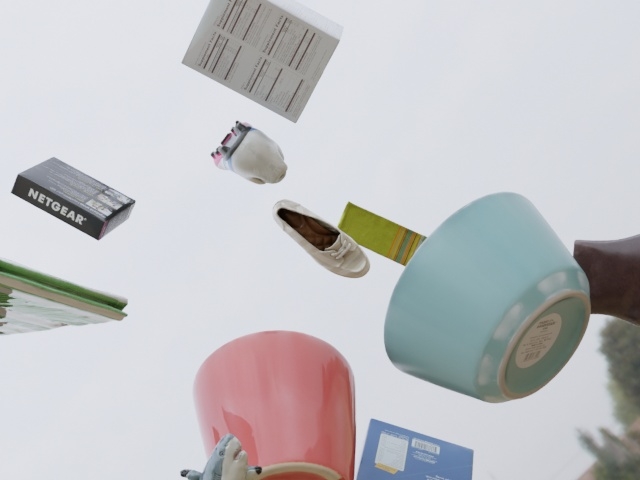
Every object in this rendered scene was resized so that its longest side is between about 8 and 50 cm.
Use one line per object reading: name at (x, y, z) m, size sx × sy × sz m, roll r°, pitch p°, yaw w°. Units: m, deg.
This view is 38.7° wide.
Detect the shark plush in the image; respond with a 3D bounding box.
shark plush at (-0.137, 0.290, 1.085) m, size 0.161 × 0.067 × 0.073 m, roll -39°, pitch 5°, yaw 36°

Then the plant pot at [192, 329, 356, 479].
plant pot at (-0.061, 0.317, 1.423) m, size 0.275 × 0.243 × 0.274 m, roll -4°, pitch -54°, yaw -6°

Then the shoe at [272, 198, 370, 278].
shoe at (0.000, 0.000, 1.712) m, size 0.076 × 0.219 × 0.058 m, roll -55°, pitch 3°, yaw -3°

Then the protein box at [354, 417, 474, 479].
protein box at (0.152, 0.446, 1.590) m, size 0.201 × 0.200 × 0.135 m, roll -65°, pitch -10°, yaw -65°

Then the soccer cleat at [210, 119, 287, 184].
soccer cleat at (-0.143, -0.168, 1.882) m, size 0.116 × 0.143 × 0.331 m, roll -52°, pitch 11°, yaw 2°

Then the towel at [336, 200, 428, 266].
towel at (0.160, -0.012, 2.345) m, size 0.021 × 0.237 × 0.102 m, roll 126°, pitch 168°, yaw -67°

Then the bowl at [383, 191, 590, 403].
bowl at (0.257, 0.105, 1.277) m, size 0.312 × 0.163 × 0.311 m, roll -25°, pitch -45°, yaw -28°

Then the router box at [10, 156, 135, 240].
router box at (-0.440, -0.078, 1.632) m, size 0.046 × 0.179 × 0.133 m, roll -63°, pitch -3°, yaw 22°

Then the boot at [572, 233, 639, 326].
boot at (0.479, 0.014, 1.348) m, size 0.090 × 0.207 × 0.248 m, roll -31°, pitch -54°, yaw -59°

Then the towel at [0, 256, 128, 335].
towel at (-0.460, 0.082, 1.276) m, size 0.325 × 0.038 × 0.248 m, roll -11°, pitch -24°, yaw 39°

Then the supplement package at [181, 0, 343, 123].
supplement package at (-0.114, -0.407, 1.892) m, size 0.198 × 0.263 × 0.199 m, roll -60°, pitch 7°, yaw 20°
